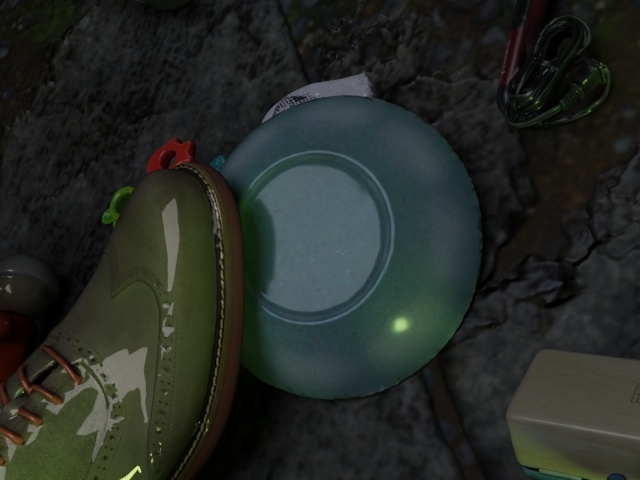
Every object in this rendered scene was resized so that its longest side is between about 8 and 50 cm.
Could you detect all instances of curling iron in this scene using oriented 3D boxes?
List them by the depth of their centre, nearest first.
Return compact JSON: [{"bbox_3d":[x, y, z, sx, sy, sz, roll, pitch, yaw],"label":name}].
[{"bbox_3d":[0.159,-0.193,0.550,0.068,0.035,0.273,4,74,32],"label":"curling iron"}]

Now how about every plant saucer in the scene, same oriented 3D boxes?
[{"bbox_3d":[0.000,0.000,0.543,0.195,0.037,0.194,-3,81,21],"label":"plant saucer"}]

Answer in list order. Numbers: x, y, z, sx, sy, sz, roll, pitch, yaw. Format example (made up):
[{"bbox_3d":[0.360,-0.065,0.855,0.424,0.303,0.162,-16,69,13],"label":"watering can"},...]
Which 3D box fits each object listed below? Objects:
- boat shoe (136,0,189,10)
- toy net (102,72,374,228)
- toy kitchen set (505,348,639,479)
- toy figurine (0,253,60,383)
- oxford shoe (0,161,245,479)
[{"bbox_3d":[-0.222,-0.291,0.819,0.109,0.094,0.302,-48,53,6],"label":"boat shoe"},{"bbox_3d":[-0.054,-0.044,0.632,0.232,0.045,0.122,-36,52,15],"label":"toy net"},{"bbox_3d":[0.133,0.181,0.392,0.122,0.166,0.207,4,37,36],"label":"toy kitchen set"},{"bbox_3d":[-0.335,0.059,0.677,0.210,0.213,0.148,-19,51,31],"label":"toy figurine"},{"bbox_3d":[-0.147,0.112,0.531,0.123,0.130,0.348,23,96,49],"label":"oxford shoe"}]
